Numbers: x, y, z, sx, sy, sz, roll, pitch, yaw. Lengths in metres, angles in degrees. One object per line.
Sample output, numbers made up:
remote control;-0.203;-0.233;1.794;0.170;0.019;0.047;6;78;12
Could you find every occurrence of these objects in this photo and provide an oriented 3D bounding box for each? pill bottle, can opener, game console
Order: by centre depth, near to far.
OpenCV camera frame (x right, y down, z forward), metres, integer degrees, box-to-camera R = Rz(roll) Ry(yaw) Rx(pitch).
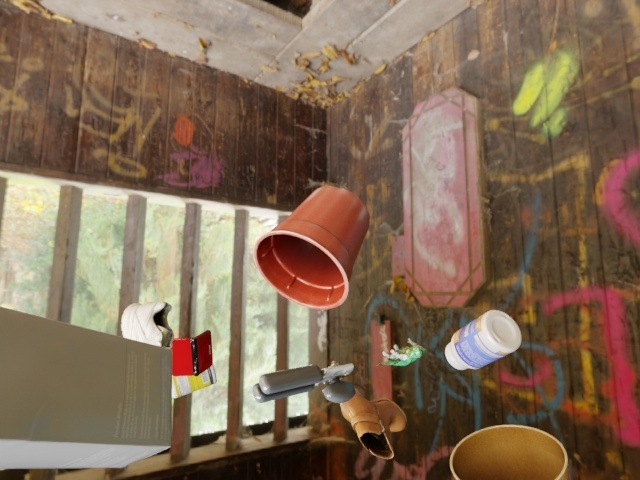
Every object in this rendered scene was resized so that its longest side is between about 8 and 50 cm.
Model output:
can opener;-0.022;0.337;0.955;0.281;0.093;0.074;9;126;-38
game console;-0.446;0.387;1.406;0.085;0.143;0.124;8;-163;26
pill bottle;0.572;0.372;1.469;0.153;0.152;0.272;3;146;-21
pill bottle;-0.497;0.501;1.489;0.209;0.119;0.119;-14;177;-23

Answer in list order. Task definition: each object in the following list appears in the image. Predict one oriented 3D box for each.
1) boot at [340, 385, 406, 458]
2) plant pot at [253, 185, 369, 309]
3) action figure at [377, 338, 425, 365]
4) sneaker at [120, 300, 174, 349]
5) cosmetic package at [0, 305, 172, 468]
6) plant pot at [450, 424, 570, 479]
boot;0.185;0.557;1.221;0.283;0.109;0.220;41;-178;-20
plant pot;0.000;0.000;1.124;0.273;0.265;0.272;18;137;17
action figure;0.271;0.361;1.304;0.137;0.063;0.232;-25;170;-18
sneaker;-0.457;0.294;1.079;0.130;0.296;0.111;-19;154;14
cosmetic package;-0.281;0.163;0.429;0.107;0.127;0.238;-32;139;23
plant pot;0.438;0.584;0.880;0.238;0.254;0.237;-18;-179;0
